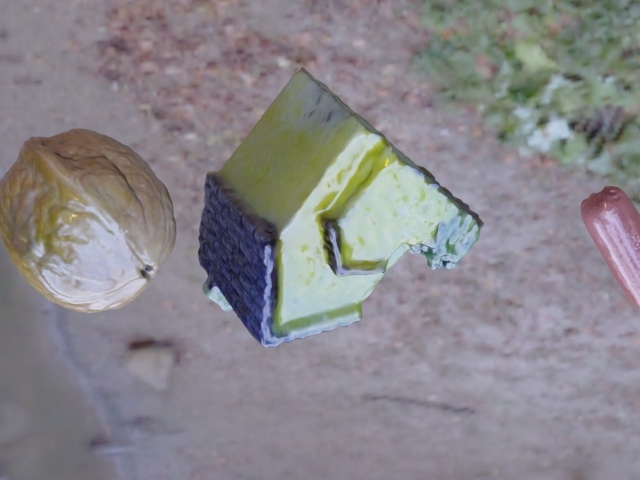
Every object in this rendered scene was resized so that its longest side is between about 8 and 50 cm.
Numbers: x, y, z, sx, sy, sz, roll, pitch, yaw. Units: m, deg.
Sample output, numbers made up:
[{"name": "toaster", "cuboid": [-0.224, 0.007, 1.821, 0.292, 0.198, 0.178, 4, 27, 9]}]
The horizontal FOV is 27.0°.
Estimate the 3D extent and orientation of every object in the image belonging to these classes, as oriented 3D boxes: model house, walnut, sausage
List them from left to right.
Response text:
[{"name": "walnut", "cuboid": [-0.144, -0.015, 0.808, 0.105, 0.124, 0.105, -38, 159, -17]}, {"name": "model house", "cuboid": [0.000, 0.000, 1.119, 0.170, 0.194, 0.211, 38, 95, -32]}, {"name": "sausage", "cuboid": [0.360, 0.007, 1.563, 0.062, 0.154, 0.062, -30, -167, 7]}]
